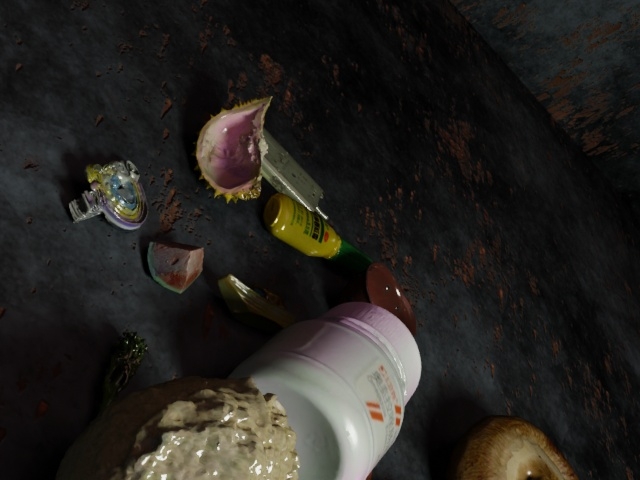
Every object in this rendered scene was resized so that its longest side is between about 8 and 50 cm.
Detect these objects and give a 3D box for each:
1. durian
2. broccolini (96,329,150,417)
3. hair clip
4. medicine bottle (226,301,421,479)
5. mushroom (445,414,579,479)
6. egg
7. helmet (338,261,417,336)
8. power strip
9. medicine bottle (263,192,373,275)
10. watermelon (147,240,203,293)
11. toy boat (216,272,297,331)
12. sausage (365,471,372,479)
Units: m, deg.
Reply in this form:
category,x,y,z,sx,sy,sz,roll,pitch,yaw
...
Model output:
category,x,y,z,sx,sy,sz,roll,pitch,yaw
durian,-0.144,-0.155,1.602,0.165,0.132,0.182,-13,85,-45
broccolini,-0.283,0.219,1.180,0.054,0.051,0.239,12,46,5
hair clip,-0.314,-0.064,1.376,0.172,0.049,0.116,-27,99,-66
medicine bottle,0.010,0.235,1.368,0.241,0.241,0.302,57,32,-1
mushroom,0.372,0.493,1.694,0.345,0.239,0.345,-10,90,-67
egg,-0.170,0.290,1.048,0.279,0.279,0.310,51,58,-11
helmet,0.096,0.133,1.702,0.175,0.106,0.155,30,44,-45
power strip,-0.073,-0.133,1.765,0.268,0.034,0.092,46,33,-19
medicine bottle,0.000,0.000,1.725,0.261,0.064,0.095,32,40,-36
watermelon,-0.222,0.028,1.395,0.092,0.072,0.084,46,16,-10
toy boat,-0.105,0.103,1.492,0.172,0.065,0.066,33,53,-42
sausage,0.049,0.368,1.469,0.077,0.077,0.194,44,33,-22
